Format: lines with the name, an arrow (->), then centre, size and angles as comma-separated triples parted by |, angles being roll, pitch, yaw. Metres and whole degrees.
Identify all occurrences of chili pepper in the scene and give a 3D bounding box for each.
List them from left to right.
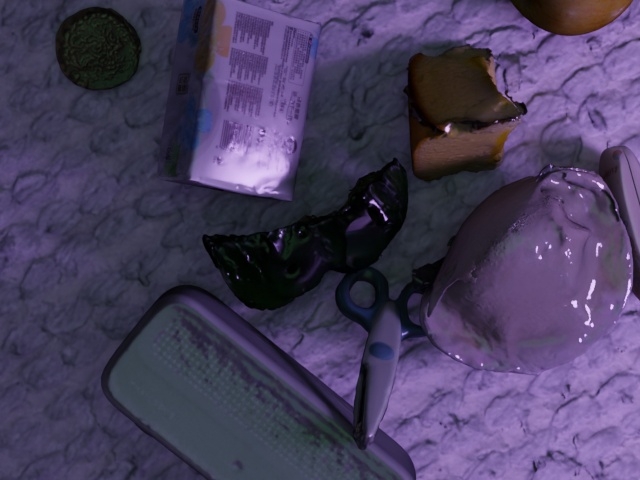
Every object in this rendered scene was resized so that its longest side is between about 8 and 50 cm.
chili pepper -> 0.006, 0.003, 1.730 | 0.264, 0.148, 0.116 | -30, 45, -7

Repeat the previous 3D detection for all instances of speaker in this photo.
speaker -> -0.072, 0.230, 1.707 | 0.406, 0.184, 0.183 | 38, 87, 1

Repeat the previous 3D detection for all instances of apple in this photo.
apple -> 0.310, -0.344, 1.748 | 0.155, 0.182, 0.182 | -31, 89, -13

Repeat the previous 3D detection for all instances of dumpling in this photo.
dumpling -> 0.251, 0.037, 1.752 | 0.293, 0.163, 0.204 | -47, 120, -4

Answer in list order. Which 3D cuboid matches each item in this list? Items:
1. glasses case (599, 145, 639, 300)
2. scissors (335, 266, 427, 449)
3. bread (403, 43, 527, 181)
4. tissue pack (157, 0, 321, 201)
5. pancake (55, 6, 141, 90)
glasses case -> 0.395, -0.020, 1.779 | 0.051, 0.081, 0.204 | -14, 87, -6
scissors -> 0.071, 0.138, 1.699 | 0.138, 0.289, 0.041 | 17, 130, -3
bread -> 0.173, -0.168, 1.739 | 0.140, 0.160, 0.169 | -7, 87, -1
tissue pack -> -0.114, -0.173, 1.759 | 0.159, 0.145, 0.230 | 10, 88, -33
pancake -> -0.284, -0.246, 1.806 | 0.114, 0.011, 0.115 | 0, 88, -1
